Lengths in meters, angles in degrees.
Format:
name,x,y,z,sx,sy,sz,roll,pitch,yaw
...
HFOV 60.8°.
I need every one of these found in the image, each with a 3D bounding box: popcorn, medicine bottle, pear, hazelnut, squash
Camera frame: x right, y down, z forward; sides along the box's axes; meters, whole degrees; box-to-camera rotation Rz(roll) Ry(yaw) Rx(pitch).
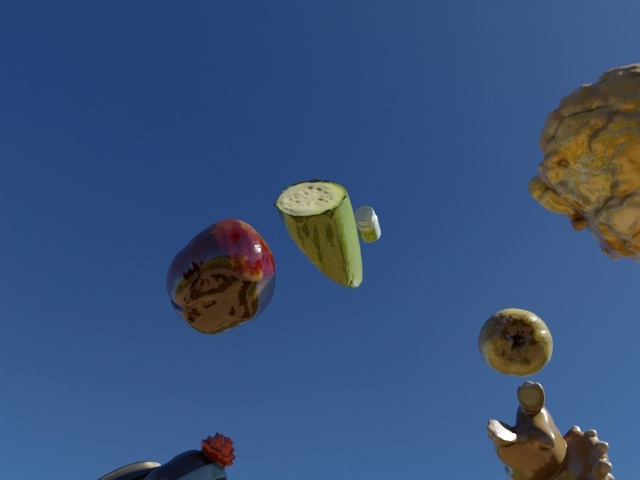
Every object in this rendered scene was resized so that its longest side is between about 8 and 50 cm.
name,x,y,z,sx,sy,sz,roll,pitch,yaw
popcorn,0.606,-0.141,1.001,0.390,0.344,0.354,-11,-63,7
medicine bottle,0.099,-0.034,1.159,0.047,0.047,0.083,-9,-32,11
pear,0.457,0.240,1.278,0.167,0.167,0.136,-3,-24,5
hazelnut,-0.192,0.073,1.097,0.234,0.218,0.218,-42,-58,15
squash,0.000,0.000,1.345,0.189,0.189,0.260,-5,-55,7

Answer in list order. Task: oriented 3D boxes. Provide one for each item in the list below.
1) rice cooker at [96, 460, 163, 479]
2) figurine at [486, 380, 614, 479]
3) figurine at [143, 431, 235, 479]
name,x,y,z,sx,sy,sz,roll,pitch,yaw
rice cooker,-0.273,0.388,0.785,0.106,0.165,0.112,5,-77,43
figurine,0.434,0.403,0.993,0.173,0.177,0.247,20,-41,50
figurine,-0.159,0.395,0.737,0.110,0.138,0.245,0,-73,35
